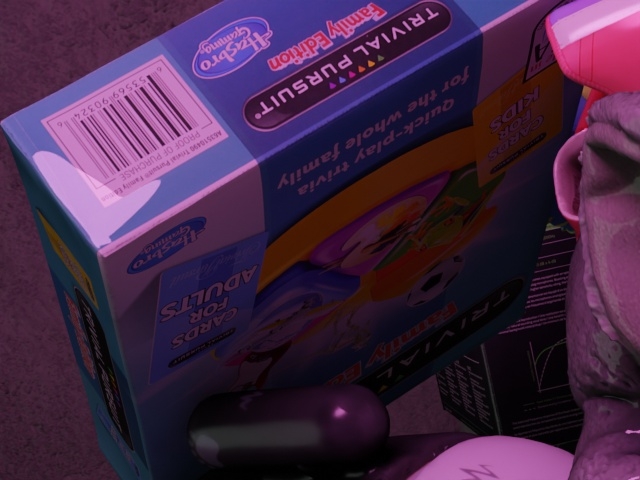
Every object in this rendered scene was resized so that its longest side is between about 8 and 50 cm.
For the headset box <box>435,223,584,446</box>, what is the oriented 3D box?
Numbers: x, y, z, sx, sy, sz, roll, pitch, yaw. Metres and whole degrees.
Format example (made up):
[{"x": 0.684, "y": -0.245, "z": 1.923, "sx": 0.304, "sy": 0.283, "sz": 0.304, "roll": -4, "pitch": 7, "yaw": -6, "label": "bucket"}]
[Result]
[{"x": 0.145, "y": -0.005, "z": 1.196, "sx": 0.246, "sy": 0.131, "sz": 0.283, "roll": -173, "pitch": 70, "yaw": -84, "label": "headset box"}]

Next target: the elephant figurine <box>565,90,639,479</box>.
[{"x": 0.161, "y": 0.000, "z": 0.466, "sx": 0.169, "sy": 0.186, "sz": 0.239, "roll": -58, "pitch": -13, "yaw": -31, "label": "elephant figurine"}]

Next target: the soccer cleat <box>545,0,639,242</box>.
[{"x": 0.161, "y": -0.009, "z": 0.724, "sx": 0.318, "sy": 0.116, "sz": 0.108, "roll": 79, "pitch": 180, "yaw": -54, "label": "soccer cleat"}]

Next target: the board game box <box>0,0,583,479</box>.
[{"x": 0.000, "y": 0.000, "z": 0.775, "sx": 0.079, "sy": 0.254, "sz": 0.336, "roll": 51, "pitch": 162, "yaw": 24, "label": "board game box"}]

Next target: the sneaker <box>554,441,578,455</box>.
[{"x": 0.179, "y": 0.049, "z": 1.390, "sx": 0.122, "sy": 0.110, "sz": 0.283, "roll": -79, "pitch": -23, "yaw": -81, "label": "sneaker"}]

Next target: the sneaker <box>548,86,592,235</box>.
[{"x": 0.148, "y": -0.047, "z": 0.965, "sx": 0.240, "sy": 0.126, "sz": 0.091, "roll": 79, "pitch": 179, "yaw": -63, "label": "sneaker"}]

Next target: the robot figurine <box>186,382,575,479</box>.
[{"x": 0.029, "y": 0.175, "z": 0.736, "sx": 0.209, "sy": 0.278, "sz": 0.173, "roll": 24, "pitch": -114, "yaw": -38, "label": "robot figurine"}]
